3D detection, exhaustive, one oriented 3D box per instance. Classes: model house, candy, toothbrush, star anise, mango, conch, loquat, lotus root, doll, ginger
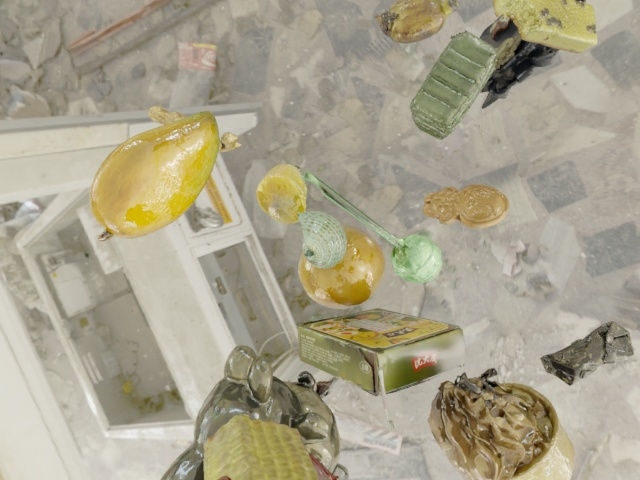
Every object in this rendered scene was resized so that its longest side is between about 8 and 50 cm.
[{"bbox_3d":[-0.061,0.357,0.608,0.160,0.196,0.254,-35,111,-7],"label":"model house"},{"bbox_3d":[0.127,-0.032,1.050,0.119,0.119,0.440,-40,123,23],"label":"candy"},{"bbox_3d":[0.159,0.393,1.132,0.017,0.014,0.194,-14,111,-2],"label":"toothbrush"},{"bbox_3d":[-0.029,0.350,1.076,0.141,0.141,0.042,-12,64,22],"label":"star anise"},{"bbox_3d":[-0.306,-0.122,0.869,0.119,0.176,0.317,28,69,40],"label":"mango"},{"bbox_3d":[0.010,-0.002,1.306,0.131,0.200,0.172,-9,101,-4],"label":"conch"},{"bbox_3d":[0.065,0.084,1.697,0.328,0.328,0.359,-21,131,23],"label":"loquat"},{"bbox_3d":[0.372,-0.854,1.779,0.314,0.141,0.169,-6,78,17],"label":"lotus root"},{"bbox_3d":[-0.131,0.403,0.842,0.378,0.382,0.252,-44,44,-13],"label":"doll"},{"bbox_3d":[-0.288,-0.247,1.082,0.193,0.176,0.052,16,78,5],"label":"ginger"}]

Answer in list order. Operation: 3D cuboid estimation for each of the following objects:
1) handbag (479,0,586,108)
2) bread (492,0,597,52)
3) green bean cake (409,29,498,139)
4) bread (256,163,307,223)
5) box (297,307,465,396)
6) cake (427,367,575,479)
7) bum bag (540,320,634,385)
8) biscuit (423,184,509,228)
[{"bbox_3d":[0.550,-0.550,1.257,0.122,0.329,0.303,34,148,-13],"label":"handbag"},{"bbox_3d":[0.424,-0.418,0.868,0.226,0.049,0.088,0,86,-23],"label":"bread"},{"bbox_3d":[0.313,-0.361,1.096,0.125,0.227,0.222,31,100,6],"label":"green bean cake"},{"bbox_3d":[-0.130,-0.169,1.675,0.197,0.170,0.197,8,130,10],"label":"bread"},{"bbox_3d":[0.186,0.342,1.508,0.420,0.373,0.138,3,96,55],"label":"box"},{"bbox_3d":[0.464,0.492,1.241,0.332,0.332,0.321,-28,108,23],"label":"cake"},{"bbox_3d":[0.761,0.326,1.314,0.248,0.069,0.102,-40,85,28],"label":"bum bag"},{"bbox_3d":[0.506,-0.126,1.618,0.289,0.202,0.044,8,142,19],"label":"biscuit"}]
